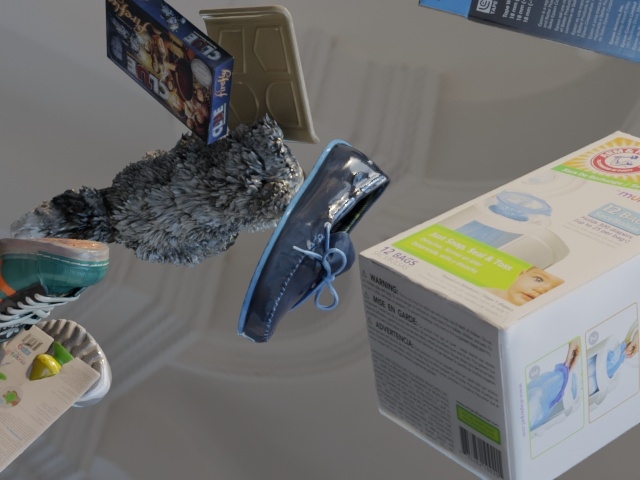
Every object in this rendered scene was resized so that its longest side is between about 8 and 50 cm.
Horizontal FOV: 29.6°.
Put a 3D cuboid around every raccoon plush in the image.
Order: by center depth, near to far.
[{"bbox_3d":[-0.232,-0.043,1.902,0.446,0.216,0.299,-30,-173,-26],"label":"raccoon plush"}]

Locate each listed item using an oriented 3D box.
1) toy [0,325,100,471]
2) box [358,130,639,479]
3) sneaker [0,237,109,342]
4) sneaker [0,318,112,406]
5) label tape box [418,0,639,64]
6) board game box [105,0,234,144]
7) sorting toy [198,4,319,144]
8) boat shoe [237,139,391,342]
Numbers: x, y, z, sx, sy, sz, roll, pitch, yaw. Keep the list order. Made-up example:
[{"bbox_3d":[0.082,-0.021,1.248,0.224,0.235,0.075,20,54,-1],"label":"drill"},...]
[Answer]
[{"bbox_3d":[-0.375,0.217,1.403,0.136,0.056,0.237,29,-115,34],"label":"toy"},{"bbox_3d":[0.136,0.031,0.652,0.114,0.203,0.103,28,-46,49],"label":"box"},{"bbox_3d":[-0.344,0.058,1.395,0.302,0.108,0.121,-4,-94,45],"label":"sneaker"},{"bbox_3d":[-0.363,0.172,1.661,0.281,0.115,0.105,15,-119,46],"label":"sneaker"},{"bbox_3d":[0.329,-0.395,1.644,0.106,0.333,0.241,-37,143,-70],"label":"label tape box"},{"bbox_3d":[-0.232,-0.276,1.826,0.042,0.243,0.165,-36,155,-30],"label":"board game box"},{"bbox_3d":[-0.125,-0.269,1.959,0.041,0.229,0.307,-30,-154,-35],"label":"sorting toy"},{"bbox_3d":[0.000,0.000,1.251,0.258,0.089,0.109,-61,175,-27],"label":"boat shoe"}]
